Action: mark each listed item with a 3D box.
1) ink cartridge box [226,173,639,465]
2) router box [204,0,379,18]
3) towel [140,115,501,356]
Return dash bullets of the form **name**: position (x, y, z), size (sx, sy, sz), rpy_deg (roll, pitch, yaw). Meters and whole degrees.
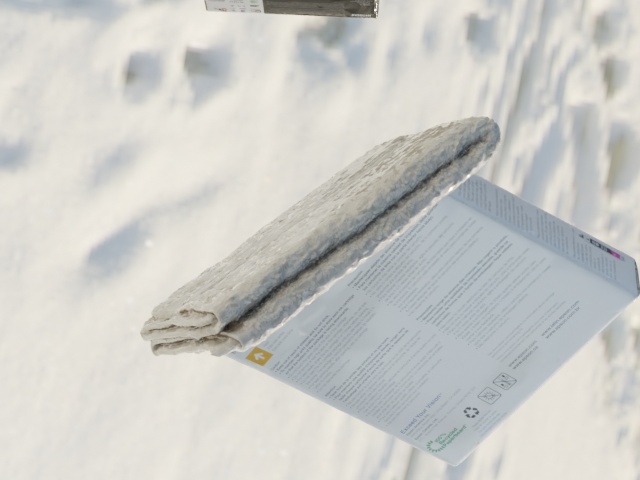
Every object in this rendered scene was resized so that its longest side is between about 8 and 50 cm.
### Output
- **ink cartridge box**: position (0.101, 0.065, 1.806), size (0.324, 0.330, 0.071), rpy_deg (-48, -158, 36)
- **router box**: position (-0.025, -0.297, 1.793), size (0.046, 0.179, 0.133), rpy_deg (84, 11, -64)
- **towel**: position (0.000, 0.000, 1.326), size (0.282, 0.187, 0.049), rpy_deg (-37, 101, -21)
